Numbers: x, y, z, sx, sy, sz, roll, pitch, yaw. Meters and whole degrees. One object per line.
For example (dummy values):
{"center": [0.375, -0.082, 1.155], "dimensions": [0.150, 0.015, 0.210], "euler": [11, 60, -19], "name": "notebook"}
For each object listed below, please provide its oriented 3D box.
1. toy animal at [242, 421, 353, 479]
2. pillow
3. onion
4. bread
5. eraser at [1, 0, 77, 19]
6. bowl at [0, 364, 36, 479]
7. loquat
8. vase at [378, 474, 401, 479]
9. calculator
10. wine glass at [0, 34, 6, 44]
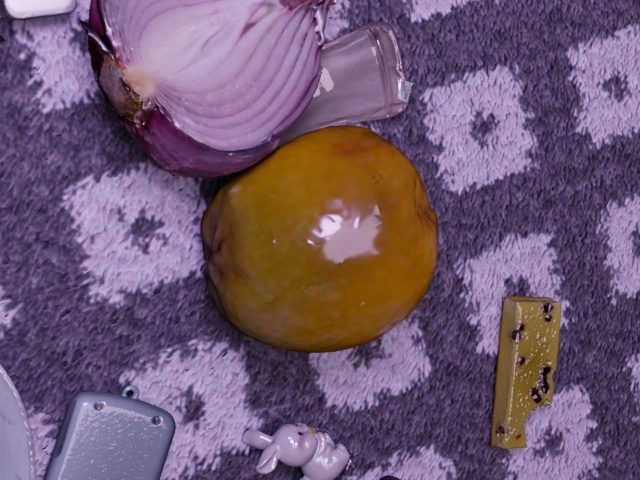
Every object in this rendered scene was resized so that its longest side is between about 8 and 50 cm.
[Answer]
{"center": [-0.028, 0.277, 1.252], "dimensions": [0.124, 0.071, 0.085], "euler": [37, 99, -30], "name": "toy animal"}
{"center": [0.011, -0.203, 1.243], "dimensions": [0.233, 0.038, 0.130], "euler": [-20, 104, -17], "name": "pillow"}
{"center": [-0.117, -0.223, 1.129], "dimensions": [0.349, 0.159, 0.267], "euler": [-34, 95, -32], "name": "onion"}
{"center": [0.303, 0.196, 1.393], "dimensions": [0.088, 0.049, 0.226], "euler": [2, 95, -23], "name": "bread"}
{"center": [-0.348, -0.427, 1.063], "dimensions": [0.089, 0.061, 0.352], "euler": [-13, 100, -21], "name": "eraser"}
{"center": [-0.527, 0.237, 0.972], "dimensions": [0.435, 0.196, 0.435], "euler": [-2, 95, -23], "name": "bowl"}
{"center": [0.000, 0.000, 1.144], "dimensions": [0.284, 0.276, 0.276], "euler": [-14, 100, -18], "name": "loquat"}
{"center": [0.152, 0.446, 1.328], "dimensions": [0.115, 0.115, 0.237], "euler": [-47, 112, -12], "name": "vase"}
{"center": [-0.269, 0.296, 1.165], "dimensions": [0.141, 0.045, 0.246], "euler": [18, 87, -23], "name": "calculator"}
{"center": [-0.406, -0.347, 1.039], "dimensions": [0.074, 0.074, 0.262], "euler": [-10, 93, -22], "name": "wine glass"}
